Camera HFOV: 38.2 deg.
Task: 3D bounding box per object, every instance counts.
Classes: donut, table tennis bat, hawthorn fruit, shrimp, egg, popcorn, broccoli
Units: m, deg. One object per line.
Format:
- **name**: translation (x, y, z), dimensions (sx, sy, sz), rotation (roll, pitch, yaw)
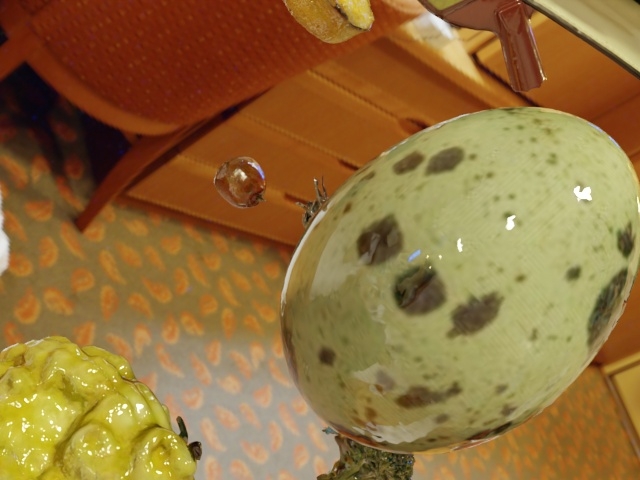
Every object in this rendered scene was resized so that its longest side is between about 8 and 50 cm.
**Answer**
- **donut**: translation (-0.006, -0.323, 1.166), dimensions (0.181, 0.078, 0.146), rotation (48, 28, -32)
- **table tennis bat**: translation (0.249, -0.400, 1.324), dimensions (0.051, 0.268, 0.415), rotation (-109, 175, -57)
- **hawthorn fruit**: translation (-0.112, -0.082, 1.315), dimensions (0.077, 0.077, 0.077), rotation (39, 34, -34)
- **shrimp**: translation (0.001, 0.000, 1.352), dimensions (0.073, 0.074, 0.190), rotation (-14, 107, -56)
- **egg**: translation (0.133, 0.038, 0.881), dimensions (0.288, 0.379, 0.288), rotation (49, 18, -22)
- **popcorn**: translation (-0.175, 0.174, 0.679), dimensions (0.218, 0.169, 0.189), rotation (54, -16, 21)
- **broccoli**: translation (0.056, 0.310, 1.303), dimensions (0.155, 0.160, 0.167), rotation (60, -13, -11)

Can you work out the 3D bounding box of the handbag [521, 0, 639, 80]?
- **handbag**: translation (0.294, -0.319, 0.977), dimensions (0.358, 0.160, 0.237), rotation (25, 31, -27)
